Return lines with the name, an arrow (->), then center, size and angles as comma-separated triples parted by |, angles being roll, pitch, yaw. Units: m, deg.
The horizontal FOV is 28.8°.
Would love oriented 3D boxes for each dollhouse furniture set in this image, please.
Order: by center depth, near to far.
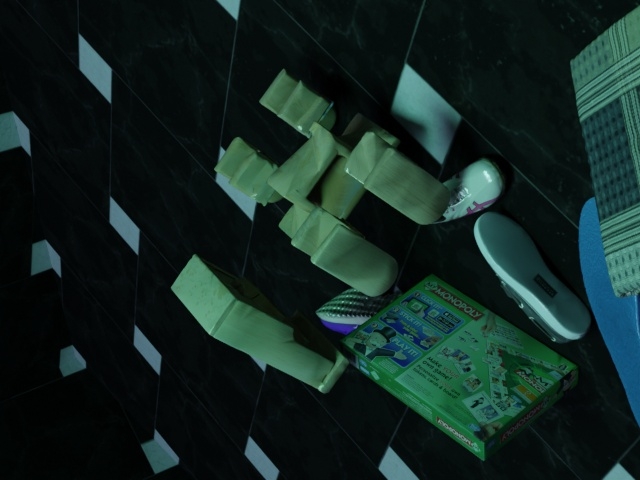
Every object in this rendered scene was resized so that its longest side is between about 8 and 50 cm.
dollhouse furniture set -> 0.000, 0.000, 1.941 | 0.256, 0.394, 0.362 | 32, -174, -38

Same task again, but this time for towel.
towel -> 0.387, -0.106, 1.384 | 0.324, 0.056, 0.312 | 143, 119, -74

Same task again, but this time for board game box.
board game box -> 0.214, 0.190, 1.961 | 0.317, 0.213, 0.046 | 34, 145, 39

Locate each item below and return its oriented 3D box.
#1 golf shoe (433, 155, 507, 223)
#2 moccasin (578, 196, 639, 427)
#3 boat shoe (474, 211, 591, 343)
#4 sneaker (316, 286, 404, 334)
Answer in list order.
golf shoe -> 0.208, -0.064, 1.838 | 0.067, 0.086, 0.186 | 56, 152, 3
moccasin -> 0.428, 0.095, 1.604 | 0.137, 0.116, 0.342 | 3, 111, 70
boat shoe -> 0.302, 0.060, 1.834 | 0.228, 0.080, 0.076 | 46, 151, 5
sneaker -> 0.104, 0.172, 2.247 | 0.293, 0.102, 0.146 | 4, 124, 58
